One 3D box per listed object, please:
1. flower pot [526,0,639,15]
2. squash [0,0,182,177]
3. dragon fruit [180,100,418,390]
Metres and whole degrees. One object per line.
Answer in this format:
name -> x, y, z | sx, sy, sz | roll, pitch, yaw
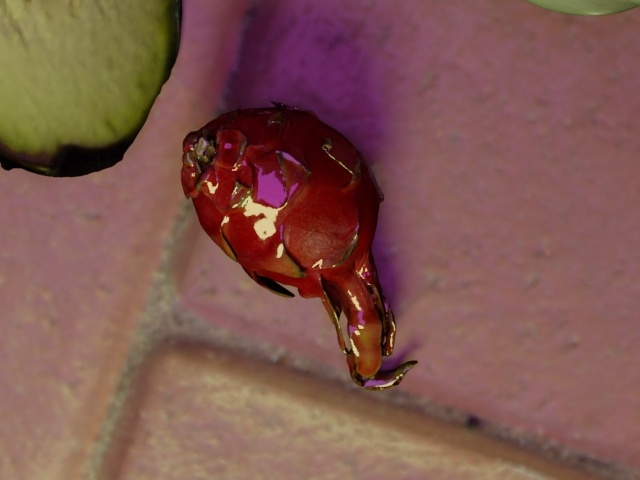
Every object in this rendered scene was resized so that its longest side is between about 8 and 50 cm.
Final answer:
flower pot -> 0.147, -0.226, 0.815 | 0.195, 0.246, 0.246 | 22, 98, 1
squash -> -0.135, -0.158, 0.861 | 0.155, 0.204, 0.237 | 30, 64, 6
dragon fruit -> 0.000, 0.000, 0.931 | 0.094, 0.094, 0.190 | -36, 119, 5
